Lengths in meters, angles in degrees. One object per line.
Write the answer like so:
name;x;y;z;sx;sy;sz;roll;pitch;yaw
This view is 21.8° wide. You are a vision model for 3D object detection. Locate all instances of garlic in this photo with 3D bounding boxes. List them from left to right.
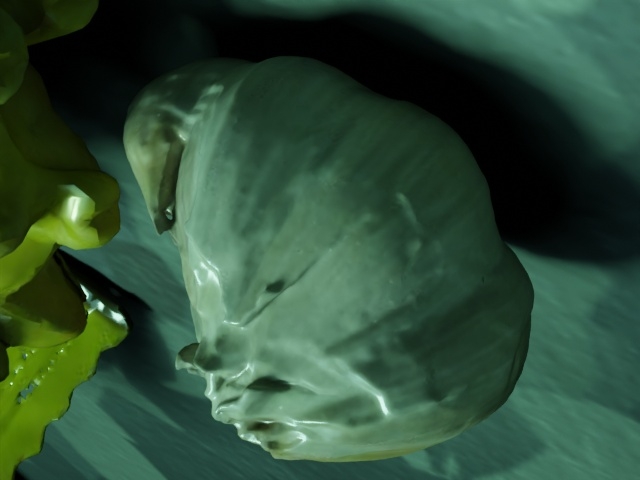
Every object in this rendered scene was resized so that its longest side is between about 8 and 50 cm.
garlic;0.000;-0.002;0.382;0.113;0.094;0.074;32;113;13

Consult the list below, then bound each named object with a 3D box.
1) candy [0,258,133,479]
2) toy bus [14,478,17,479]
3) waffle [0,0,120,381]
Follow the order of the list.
candy;-0.236;0.015;0.569;0.297;0.187;0.081;36;-175;2
toy bus;-0.174;0.136;0.818;0.061;0.051;0.153;-8;133;44
waffle;-0.167;-0.058;0.399;0.259;0.069;0.293;21;136;16
